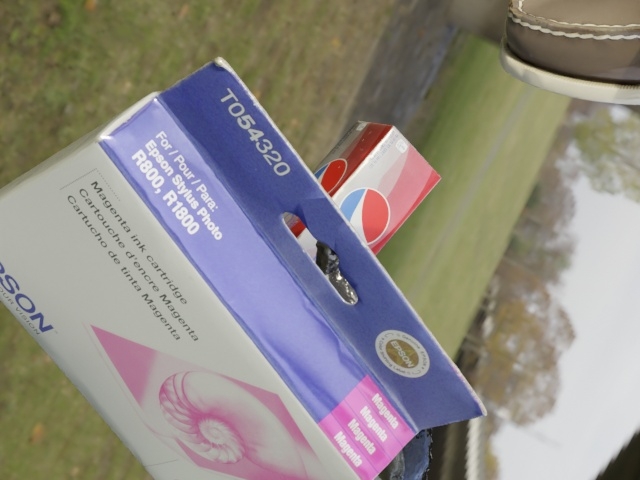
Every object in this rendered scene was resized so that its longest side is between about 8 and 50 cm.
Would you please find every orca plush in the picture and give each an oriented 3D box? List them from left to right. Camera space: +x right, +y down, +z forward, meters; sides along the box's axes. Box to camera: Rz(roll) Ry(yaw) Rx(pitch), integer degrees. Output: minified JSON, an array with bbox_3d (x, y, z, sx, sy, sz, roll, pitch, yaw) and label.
[{"bbox_3d":[0.064,0.118,1.196,0.102,0.287,0.151,-18,-173,-18],"label":"orca plush"}]

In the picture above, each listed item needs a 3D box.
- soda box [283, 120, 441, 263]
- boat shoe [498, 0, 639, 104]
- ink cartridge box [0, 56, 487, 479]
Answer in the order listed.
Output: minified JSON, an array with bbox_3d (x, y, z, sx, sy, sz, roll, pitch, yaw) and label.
[{"bbox_3d":[0.000,0.000,1.362,0.263,0.083,0.092,-50,-155,-9],"label":"soda box"},{"bbox_3d":[0.270,-0.152,0.823,0.116,0.324,0.097,-70,155,-42],"label":"boat shoe"},{"bbox_3d":[-0.092,0.060,0.998,0.330,0.324,0.071,-22,-160,47],"label":"ink cartridge box"}]
